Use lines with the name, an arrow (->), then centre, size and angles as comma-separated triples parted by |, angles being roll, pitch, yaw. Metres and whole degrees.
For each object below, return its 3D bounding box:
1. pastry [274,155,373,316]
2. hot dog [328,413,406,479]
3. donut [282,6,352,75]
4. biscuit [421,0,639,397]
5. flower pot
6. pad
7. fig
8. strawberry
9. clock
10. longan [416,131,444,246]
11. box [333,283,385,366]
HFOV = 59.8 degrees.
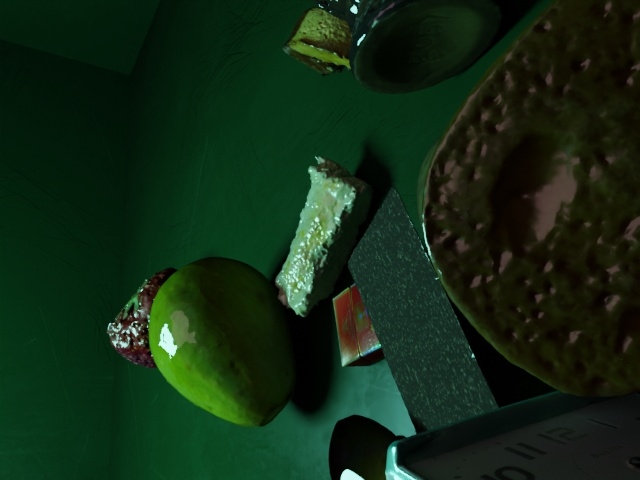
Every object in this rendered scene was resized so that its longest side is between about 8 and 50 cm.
pastry -> 0.003, 0.001, 0.920 | 0.121, 0.089, 0.258 | 38, 116, 53
hot dog -> 0.097, 0.382, 0.651 | 0.194, 0.107, 0.326 | -16, 59, 47
donut -> 0.021, -0.343, 0.955 | 0.217, 0.141, 0.085 | 31, 101, 53
biscuit -> 0.259, -0.046, 0.402 | 0.314, 0.063, 0.367 | 47, 111, 11
flower pot -> 0.097, -0.352, 0.712 | 0.266, 0.267, 0.267 | -36, 63, 51
pad -> 0.116, 0.128, 0.631 | 0.220, 0.004, 0.330 | 115, 137, -63
fig -> -0.166, 0.184, 1.009 | 0.326, 0.258, 0.258 | 48, 124, 34
strawberry -> -0.413, 0.216, 1.467 | 0.274, 0.220, 0.274 | -45, 10, 10
clock -> 0.211, 0.182, 0.351 | 0.231, 0.262, 0.116 | 2, 95, 60
longan -> 0.176, -0.039, 0.558 | 0.167, 0.167, 0.187 | 2, 93, 60
box -> 0.086, 0.103, 0.791 | 0.175, 0.048, 0.112 | -42, 48, 47
